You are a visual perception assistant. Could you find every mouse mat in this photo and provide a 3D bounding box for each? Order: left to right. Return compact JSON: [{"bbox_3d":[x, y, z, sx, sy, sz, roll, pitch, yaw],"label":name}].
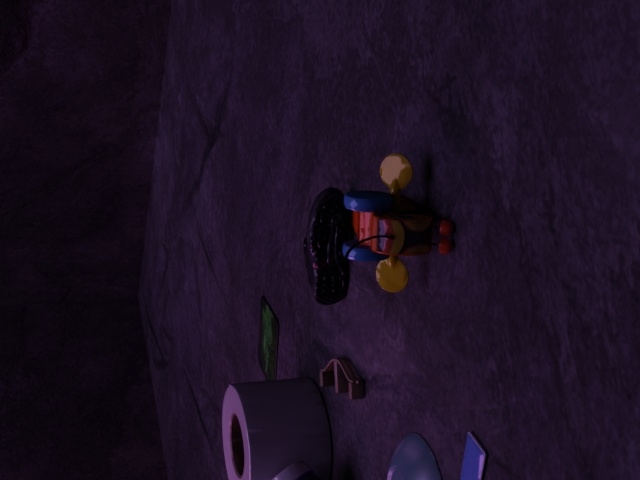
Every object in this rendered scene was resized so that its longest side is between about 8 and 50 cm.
[{"bbox_3d":[-0.124,0.243,2.425,0.152,0.007,0.189,-128,39,-61],"label":"mouse mat"}]

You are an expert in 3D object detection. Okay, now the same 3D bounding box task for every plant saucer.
[{"bbox_3d":[0.138,0.397,1.588,0.195,0.038,0.194,177,90,-73],"label":"plant saucer"}]

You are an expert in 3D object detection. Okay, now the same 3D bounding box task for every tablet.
[{"bbox_3d":[0.209,0.309,1.402,0.054,0.006,0.083,-125,35,-58],"label":"tablet"}]

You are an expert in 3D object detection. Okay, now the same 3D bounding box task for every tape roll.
[{"bbox_3d":[-0.093,0.409,2.091,0.246,0.169,0.246,177,90,-72],"label":"tape roll"}]

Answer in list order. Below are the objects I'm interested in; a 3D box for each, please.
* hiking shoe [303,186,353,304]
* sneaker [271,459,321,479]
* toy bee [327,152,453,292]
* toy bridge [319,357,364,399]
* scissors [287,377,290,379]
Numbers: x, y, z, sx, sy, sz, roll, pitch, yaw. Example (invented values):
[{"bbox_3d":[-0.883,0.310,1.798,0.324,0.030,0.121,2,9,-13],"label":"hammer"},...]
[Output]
[{"bbox_3d":[0.000,0.000,1.864,0.114,0.086,0.226,-130,39,-56],"label":"hiking shoe"},{"bbox_3d":[-0.048,0.583,1.916,0.236,0.130,0.322,49,127,18],"label":"sneaker"},{"bbox_3d":[0.109,-0.006,1.476,0.298,0.162,0.195,-76,-13,-55],"label":"toy bee"},{"bbox_3d":[0.038,0.249,1.887,0.188,0.026,0.063,178,90,-72],"label":"toy bridge"},{"bbox_3d":[-0.088,0.425,2.330,0.297,0.021,0.109,112,152,-51],"label":"scissors"}]
